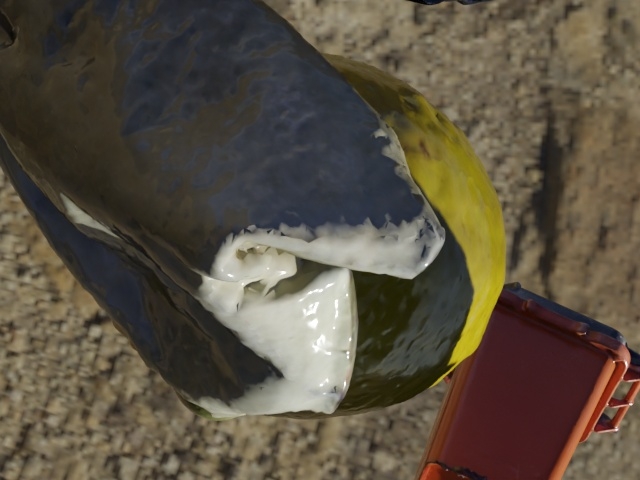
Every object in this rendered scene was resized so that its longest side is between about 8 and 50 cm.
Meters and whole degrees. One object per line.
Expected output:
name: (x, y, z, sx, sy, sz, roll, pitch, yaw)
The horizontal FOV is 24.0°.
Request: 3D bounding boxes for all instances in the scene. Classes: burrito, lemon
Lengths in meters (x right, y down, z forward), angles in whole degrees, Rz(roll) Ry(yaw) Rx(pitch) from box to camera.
burrito: (-0.087, -0.070, 0.692, 0.135, 0.190, 0.332, -5, 56, -42)
lemon: (-0.005, -0.003, 1.098, 0.316, 0.285, 0.285, -16, 107, -25)

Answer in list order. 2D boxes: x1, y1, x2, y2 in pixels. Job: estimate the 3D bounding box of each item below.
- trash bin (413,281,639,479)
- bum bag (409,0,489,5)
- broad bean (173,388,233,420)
trash bin: (0.187, 0.179, 1.396, 0.161, 0.184, 0.239, 106, 10, -47)
bum bag: (-0.022, -0.195, 0.956, 0.137, 0.310, 0.074, -37, 136, -70)
broad bean: (-0.074, 0.096, 1.673, 0.189, 0.263, 0.121, 55, 42, 0)
